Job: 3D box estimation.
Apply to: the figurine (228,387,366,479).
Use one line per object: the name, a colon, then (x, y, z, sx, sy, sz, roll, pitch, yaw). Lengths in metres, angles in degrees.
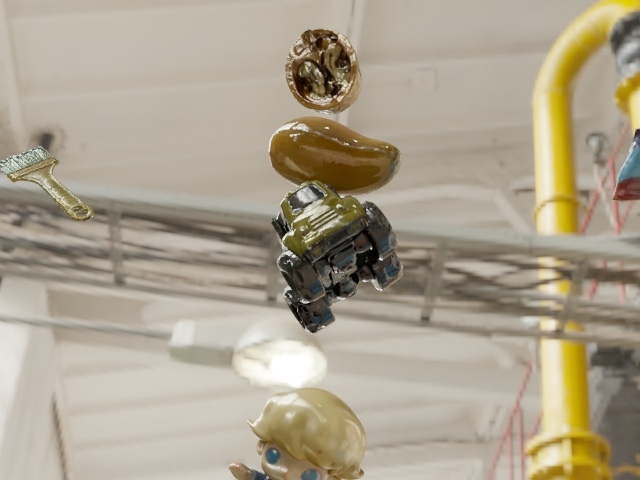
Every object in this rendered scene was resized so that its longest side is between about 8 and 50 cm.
figurine: (-0.037, 0.243, 1.303, 0.114, 0.196, 0.108, 33, -4, 38)

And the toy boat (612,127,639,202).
toy boat: (0.486, -0.074, 1.329, 0.392, 0.079, 0.136, 1, 3, -16)

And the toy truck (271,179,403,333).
toy truck: (0.000, 0.000, 1.572, 0.147, 0.165, 0.224, -32, -20, -7)

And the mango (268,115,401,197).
mango: (0.019, -0.110, 1.698, 0.184, 0.085, 0.102, 12, -77, 12)

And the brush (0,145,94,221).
brush: (-0.404, -0.083, 1.887, 0.082, 0.218, 0.010, -27, -46, -27)

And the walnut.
walnut: (0.010, -0.197, 1.514, 0.091, 0.121, 0.052, -28, -32, 14)
